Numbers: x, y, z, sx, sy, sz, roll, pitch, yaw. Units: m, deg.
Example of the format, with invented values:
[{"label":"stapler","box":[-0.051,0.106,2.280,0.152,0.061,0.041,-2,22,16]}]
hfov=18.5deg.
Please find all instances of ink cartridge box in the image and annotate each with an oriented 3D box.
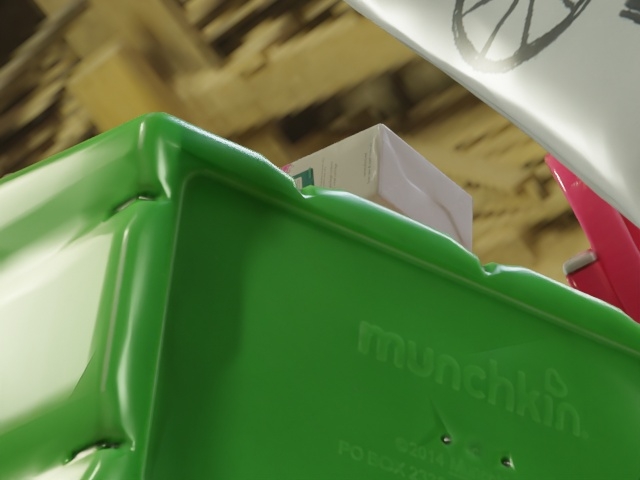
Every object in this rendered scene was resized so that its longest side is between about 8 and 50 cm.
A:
[{"label":"ink cartridge box","box":[0.000,0.000,1.684,0.231,0.134,0.078,-23,48,33]}]

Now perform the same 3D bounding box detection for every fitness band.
[{"label":"fitness band","box":[0.239,0.060,1.424,0.054,0.291,0.209,-27,2,13]}]

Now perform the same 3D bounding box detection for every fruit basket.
[{"label":"fruit basket","box":[-0.040,0.164,0.794,0.392,0.392,0.283,-24,46,36]}]

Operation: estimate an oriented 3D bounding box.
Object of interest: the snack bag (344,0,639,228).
[{"label":"snack bag","box":[0.128,-0.177,0.564,0.323,0.037,0.342,-55,34,7]}]

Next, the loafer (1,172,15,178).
[{"label":"loafer","box":[-0.195,0.013,1.715,0.130,0.134,0.366,-23,32,-5]}]
